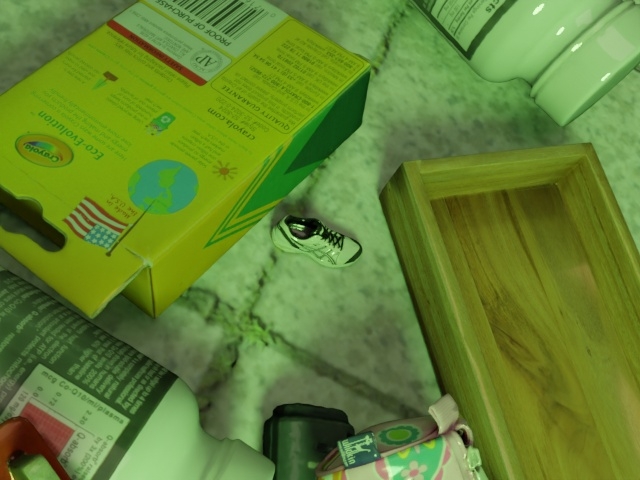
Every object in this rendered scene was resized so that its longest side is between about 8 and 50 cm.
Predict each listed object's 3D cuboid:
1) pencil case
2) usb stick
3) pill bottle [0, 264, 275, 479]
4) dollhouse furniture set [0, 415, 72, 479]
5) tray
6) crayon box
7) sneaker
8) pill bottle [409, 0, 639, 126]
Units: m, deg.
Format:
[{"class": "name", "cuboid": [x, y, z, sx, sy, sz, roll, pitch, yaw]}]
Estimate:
[{"class": "pencil case", "cuboid": [0.096, 0.255, 0.614, 0.124, 0.124, 0.284, -19, 82, -25]}, {"class": "usb stick", "cuboid": [-0.009, 0.257, 0.642, 0.077, 0.045, 0.278, 10, 62, -18]}, {"class": "pill bottle", "cuboid": [-0.180, 0.129, 0.580, 0.278, 0.162, 0.162, 32, 60, -1]}, {"class": "dollhouse furniture set", "cuboid": [-0.231, 0.192, 0.428, 0.259, 0.135, 0.262, -35, 101, -27]}, {"class": "tray", "cuboid": [0.207, 0.118, 0.766, 0.202, 0.076, 0.411, -8, 67, -21]}, {"class": "crayon box", "cuboid": [-0.133, -0.080, 0.717, 0.202, 0.081, 0.318, 35, 58, 18]}, {"class": "sneaker", "cuboid": [0.000, 0.000, 0.774, 0.083, 0.037, 0.032, 12, 60, -14]}, {"class": "pill bottle", "cuboid": [0.178, -0.270, 0.882, 0.176, 0.176, 0.318, -36, 80, -29]}]
